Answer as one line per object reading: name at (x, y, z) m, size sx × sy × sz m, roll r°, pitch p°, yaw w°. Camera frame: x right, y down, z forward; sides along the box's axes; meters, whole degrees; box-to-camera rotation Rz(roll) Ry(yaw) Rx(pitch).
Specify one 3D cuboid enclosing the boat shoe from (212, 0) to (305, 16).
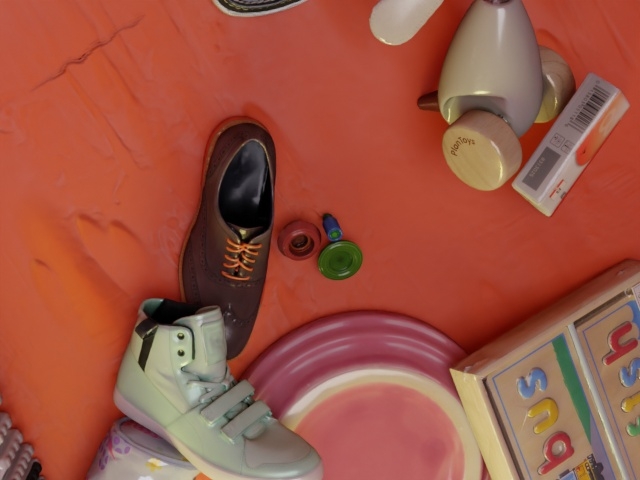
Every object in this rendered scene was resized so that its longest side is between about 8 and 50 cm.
boat shoe at (0.021, -0.323, 1.406) m, size 0.303 × 0.091 × 0.114 m, roll -33°, pitch 106°, yaw -2°

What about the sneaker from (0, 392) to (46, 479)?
sneaker at (-0.377, 0.237, 1.466) m, size 0.118 × 0.110 × 0.292 m, roll -19°, pitch 103°, yaw 8°

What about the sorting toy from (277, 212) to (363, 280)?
sorting toy at (0.000, 0.000, 1.508) m, size 0.102 × 0.042 × 0.061 m, roll 24°, pitch 113°, yaw -27°

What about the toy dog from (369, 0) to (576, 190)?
toy dog at (0.144, -0.223, 1.400) m, size 0.220 × 0.161 × 0.333 m, roll -23°, pitch 118°, yaw -46°

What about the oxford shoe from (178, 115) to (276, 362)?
oxford shoe at (-0.097, 0.008, 1.456) m, size 0.097 × 0.098 × 0.271 m, roll 2°, pitch 103°, yaw -12°

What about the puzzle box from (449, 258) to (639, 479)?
puzzle box at (0.330, 0.259, 1.576) m, size 0.272 × 0.052 × 0.408 m, roll -29°, pitch 107°, yaw -21°

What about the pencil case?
pencil case at (-0.220, 0.330, 1.502) m, size 0.124 × 0.113 × 0.273 m, roll 17°, pitch 100°, yaw -33°

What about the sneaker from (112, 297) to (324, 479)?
sneaker at (-0.102, 0.155, 1.424) m, size 0.256 × 0.094 × 0.151 m, roll 26°, pitch 122°, yaw 20°

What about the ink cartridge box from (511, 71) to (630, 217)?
ink cartridge box at (0.280, -0.088, 1.471) m, size 0.045 × 0.179 × 0.145 m, roll 37°, pitch 95°, yaw 26°

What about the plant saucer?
plant saucer at (0.050, 0.247, 1.548) m, size 0.332 × 0.084 × 0.332 m, roll -2°, pitch 102°, yaw -10°
